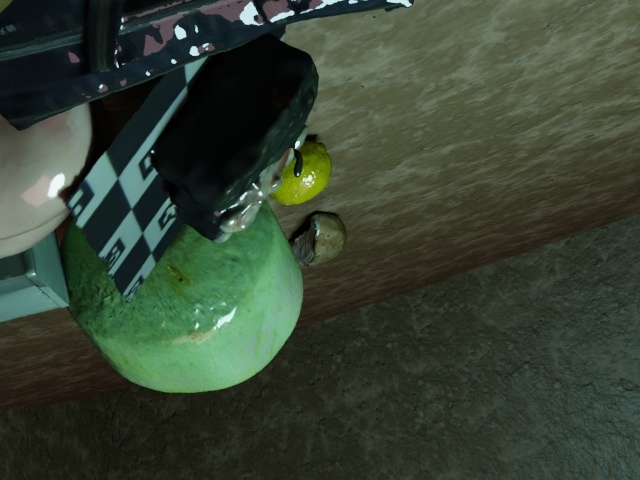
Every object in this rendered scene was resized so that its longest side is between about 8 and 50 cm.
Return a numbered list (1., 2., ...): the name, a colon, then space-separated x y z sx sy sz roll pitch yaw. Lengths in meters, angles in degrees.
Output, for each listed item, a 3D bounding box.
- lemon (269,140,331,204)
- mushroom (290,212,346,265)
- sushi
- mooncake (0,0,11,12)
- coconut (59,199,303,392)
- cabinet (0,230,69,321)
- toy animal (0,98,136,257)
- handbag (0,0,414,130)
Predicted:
1. lemon: -0.035 -0.089 1.118 0.110 0.082 0.082 -31 162 29
2. mushroom: 0.001 0.001 1.579 0.094 0.072 0.210 -21 170 -22
3. sushi: -0.064 -0.067 0.728 0.296 0.100 0.373 -57 178 -17
4. mooncake: -0.181 -0.175 0.264 0.234 0.235 0.117 -8 162 -34
5. coconut: -0.178 0.056 1.107 0.328 0.281 0.329 -33 150 -22
6. cabinet: -0.412 0.014 0.925 0.206 0.150 0.145 -14 163 -6
7. toy animal: -0.266 -0.081 0.611 0.269 0.237 0.326 -29 179 -37
8. handbag: -0.091 -0.183 0.426 0.254 0.211 0.089 -18 -153 4
